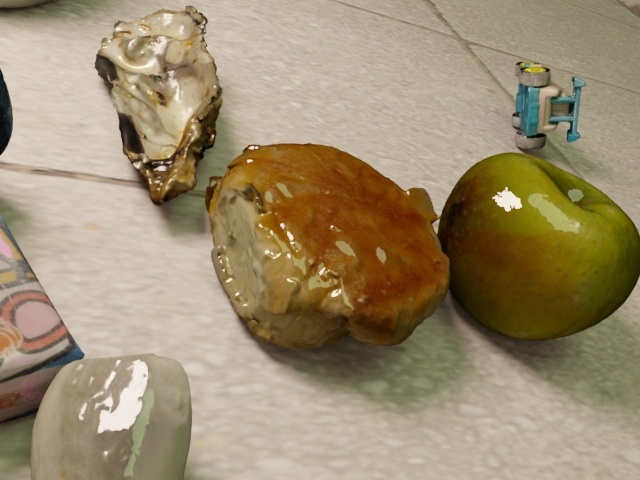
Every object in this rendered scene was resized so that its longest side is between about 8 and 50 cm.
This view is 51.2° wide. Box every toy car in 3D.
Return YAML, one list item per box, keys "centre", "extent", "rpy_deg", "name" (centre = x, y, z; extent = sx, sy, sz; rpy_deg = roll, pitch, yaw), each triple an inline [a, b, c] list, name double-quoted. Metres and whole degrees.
- centre: [0.361, -0.222, 1.073]
  extent: [0.098, 0.126, 0.161]
  rpy_deg: [3, 25, 12]
  name: "toy car"

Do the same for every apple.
- centre: [0.209, 0.009, 0.658]
  extent: [0.196, 0.157, 0.196]
  rpy_deg: [19, 36, -14]
  name: "apple"

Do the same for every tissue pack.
- centre: [-0.231, 0.042, 0.406]
  extent: [0.115, 0.065, 0.155]
  rpy_deg: [-15, 52, -43]
  name: "tissue pack"

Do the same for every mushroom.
- centre: [-0.093, 0.161, 0.336]
  extent: [0.092, 0.081, 0.223]
  rpy_deg: [-12, 51, -16]
  name: "mushroom"

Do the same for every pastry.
- centre: [0.000, 0.000, 0.583]
  extent: [0.229, 0.100, 0.218]
  rpy_deg: [38, 40, 7]
  name: "pastry"

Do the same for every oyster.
- centre: [-0.167, -0.147, 0.693]
  extent: [0.129, 0.078, 0.345]
  rpy_deg: [-8, 46, -11]
  name: "oyster"

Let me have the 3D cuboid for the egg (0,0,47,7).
- centre: [-0.416, -0.483, 0.720]
  extent: [0.354, 0.340, 0.354]
  rpy_deg: [17, 38, -13]
  name: "egg"

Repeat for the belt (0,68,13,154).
- centre: [-0.308, -0.119, 0.475]
  extent: [0.190, 0.141, 0.082]
  rpy_deg: [59, 28, -23]
  name: "belt"
